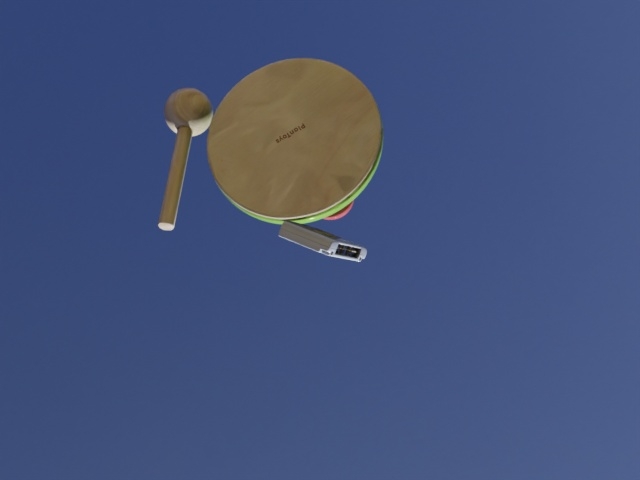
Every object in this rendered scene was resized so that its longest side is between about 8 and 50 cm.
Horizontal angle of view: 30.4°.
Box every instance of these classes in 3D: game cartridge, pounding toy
[{"bbox_3d":[0.000,0.000,0.988,0.083,0.056,0.017,13,-85,-67],"label":"game cartridge"},{"bbox_3d":[-0.044,-0.083,1.245,0.237,0.110,0.183,-6,-113,10],"label":"pounding toy"}]
